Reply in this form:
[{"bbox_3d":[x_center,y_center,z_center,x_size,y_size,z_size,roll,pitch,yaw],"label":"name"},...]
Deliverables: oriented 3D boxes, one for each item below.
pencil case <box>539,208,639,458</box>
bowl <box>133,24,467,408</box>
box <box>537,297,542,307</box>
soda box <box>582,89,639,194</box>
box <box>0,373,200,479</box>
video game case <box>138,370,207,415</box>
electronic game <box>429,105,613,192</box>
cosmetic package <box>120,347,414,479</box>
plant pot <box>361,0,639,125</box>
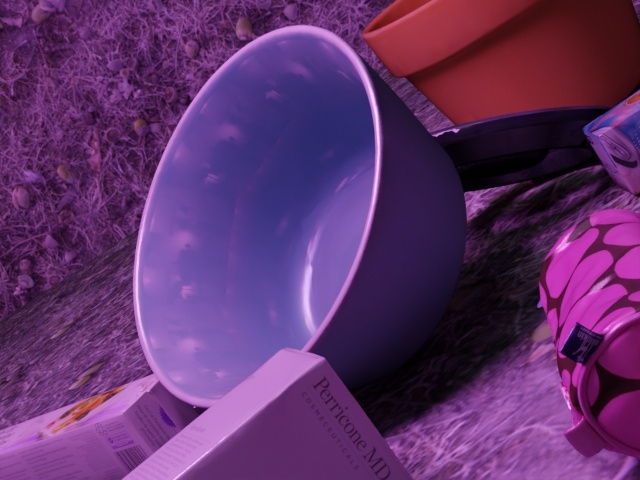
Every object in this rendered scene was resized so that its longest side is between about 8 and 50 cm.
[{"bbox_3d":[0.174,0.049,0.788,0.098,0.095,0.209,-49,5,15],"label":"pencil case"},{"bbox_3d":[0.000,0.000,1.110,0.311,0.163,0.311,-27,54,43],"label":"bowl"},{"bbox_3d":[0.215,0.019,0.946,0.136,0.028,0.081,-29,12,38],"label":"box"},{"bbox_3d":[0.312,-0.115,1.125,0.183,0.063,0.058,-34,11,2],"label":"soda box"},{"bbox_3d":[-0.233,0.191,1.234,0.324,0.067,0.063,-24,14,44],"label":"box"},{"bbox_3d":[-0.189,0.193,1.355,0.275,0.035,0.248,-37,11,-9],"label":"video game case"},{"bbox_3d":[0.162,-0.084,1.245,0.229,0.048,0.229,-9,-7,-1],"label":"electronic game"},{"bbox_3d":[-0.064,0.181,0.844,0.231,0.117,0.085,-39,13,-16],"label":"cosmetic package"},{"bbox_3d":[0.219,-0.221,1.475,0.291,0.203,0.291,-34,11,7],"label":"plant pot"}]
